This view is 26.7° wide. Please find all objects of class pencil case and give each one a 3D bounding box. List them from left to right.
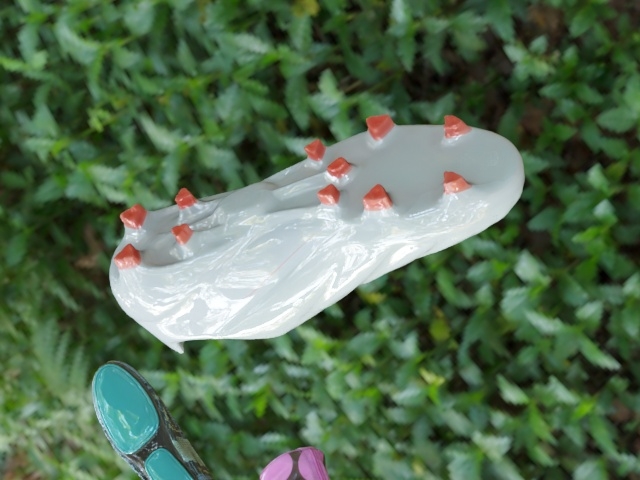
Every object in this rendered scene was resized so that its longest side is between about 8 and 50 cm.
[{"bbox_3d":[-0.003,0.331,1.563,0.209,0.095,0.098,-119,38,-46],"label":"pencil case"}]

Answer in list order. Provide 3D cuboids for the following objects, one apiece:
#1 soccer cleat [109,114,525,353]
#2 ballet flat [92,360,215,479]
[{"bbox_3d":[0.000,0.000,0.596,0.196,0.068,0.076,-15,131,20],"label":"soccer cleat"},{"bbox_3d":[-0.158,0.201,1.317,0.188,0.070,0.070,57,147,17],"label":"ballet flat"}]
